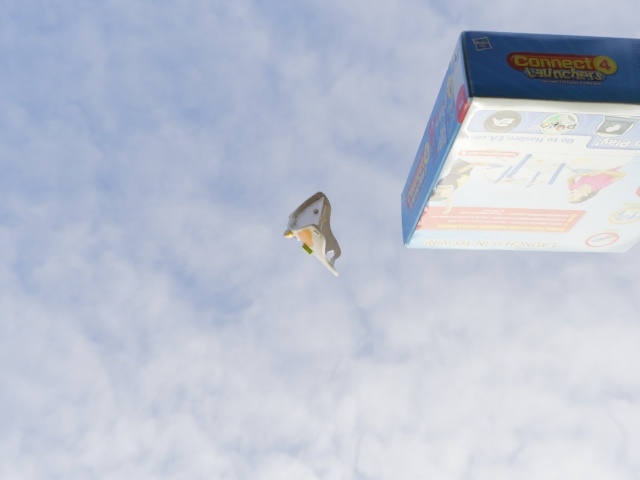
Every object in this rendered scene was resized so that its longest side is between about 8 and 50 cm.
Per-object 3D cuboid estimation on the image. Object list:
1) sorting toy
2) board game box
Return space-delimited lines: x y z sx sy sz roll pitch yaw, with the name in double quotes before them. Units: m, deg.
"sorting toy" 0.000 0.000 0.677 0.045 0.083 0.075 -29 -69 20
"board game box" 0.272 -0.091 0.708 0.308 0.302 0.086 2 -117 -5
